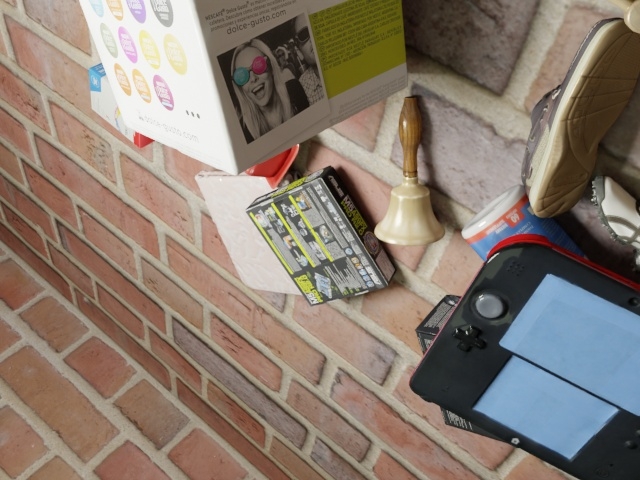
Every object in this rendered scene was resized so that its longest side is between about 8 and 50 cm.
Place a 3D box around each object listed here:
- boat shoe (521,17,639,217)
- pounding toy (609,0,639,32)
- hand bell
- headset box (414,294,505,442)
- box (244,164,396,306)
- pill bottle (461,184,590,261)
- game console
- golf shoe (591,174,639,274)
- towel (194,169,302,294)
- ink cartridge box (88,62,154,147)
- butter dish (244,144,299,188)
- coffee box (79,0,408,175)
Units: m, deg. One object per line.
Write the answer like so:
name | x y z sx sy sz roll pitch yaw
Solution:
boat shoe | 0.329 -0.162 0.802 0.092 0.103 0.285 -118 22 -44
pounding toy | 0.293 -0.286 0.535 0.181 0.094 0.205 -9 115 20
hand bell | 0.155 -0.125 1.035 0.126 0.126 0.241 16 119 37
headset box | 0.351 0.246 1.107 0.283 0.131 0.246 4 124 44
box | 0.000 0.000 1.258 0.216 0.060 0.270 -20 111 37
pill bottle | 0.337 0.032 0.939 0.221 0.124 0.124 48 144 2
game console | 0.368 0.195 0.892 0.387 0.060 0.341 27 118 6
golf shoe | 0.453 -0.022 0.827 0.198 0.077 0.094 49 133 -11
towel | -0.127 -0.017 1.425 0.317 0.053 0.331 4 124 39
ink cartridge box | -0.466 -0.329 1.494 0.231 0.078 0.134 38 142 15
butter dish | -0.135 -0.198 1.205 0.160 0.118 0.159 -50 59 52
coffee box | -0.117 -0.344 0.861 0.338 0.338 0.334 26 137 43
